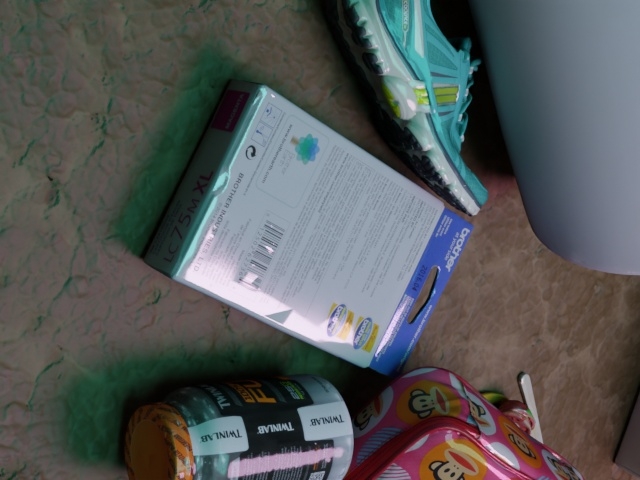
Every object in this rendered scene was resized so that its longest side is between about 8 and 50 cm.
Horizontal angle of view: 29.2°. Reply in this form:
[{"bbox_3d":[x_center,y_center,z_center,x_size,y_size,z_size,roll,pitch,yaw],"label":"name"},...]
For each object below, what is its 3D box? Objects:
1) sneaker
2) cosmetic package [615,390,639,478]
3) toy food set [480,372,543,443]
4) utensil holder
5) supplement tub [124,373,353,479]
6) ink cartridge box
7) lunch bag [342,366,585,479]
[{"bbox_3d":[0.108,-0.139,1.154,0.110,0.107,0.275,-33,122,-9],"label":"sneaker"},{"bbox_3d":[0.641,0.179,1.520,0.329,0.327,0.393,17,93,-31],"label":"cosmetic package"},{"bbox_3d":[0.193,0.243,1.383,0.218,0.071,0.128,-24,118,-31],"label":"toy food set"},{"bbox_3d":[0.310,-0.207,1.167,0.327,0.327,0.385,-36,125,-24],"label":"utensil holder"},{"bbox_3d":[-0.074,0.186,1.125,0.190,0.117,0.117,-1,105,-39],"label":"supplement tub"},{"bbox_3d":[0.000,0.000,1.160,0.311,0.065,0.186,29,85,-38],"label":"ink cartridge box"},{"bbox_3d":[0.119,0.289,1.261,0.293,0.120,0.258,37,110,-26],"label":"lunch bag"}]
